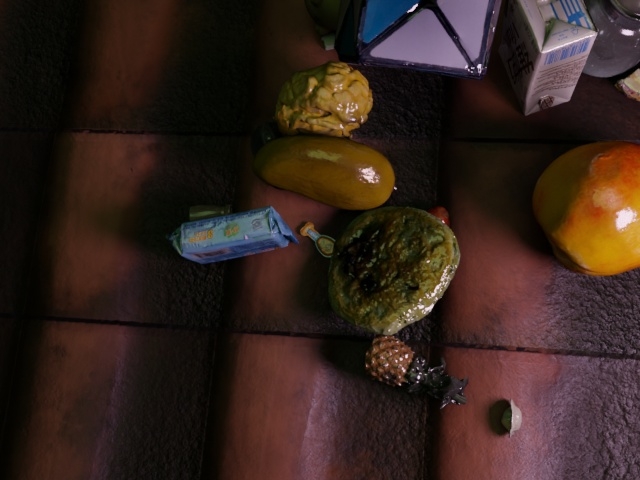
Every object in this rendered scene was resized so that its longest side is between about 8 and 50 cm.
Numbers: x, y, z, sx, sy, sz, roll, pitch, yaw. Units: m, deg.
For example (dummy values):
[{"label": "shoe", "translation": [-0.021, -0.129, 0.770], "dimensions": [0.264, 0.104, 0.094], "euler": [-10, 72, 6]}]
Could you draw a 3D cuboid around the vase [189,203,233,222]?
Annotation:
[{"label": "vase", "translation": [-0.268, -0.064, 1.821], "dimensions": [0.101, 0.053, 0.053], "euler": [-6, 75, 2]}]

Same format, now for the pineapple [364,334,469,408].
[{"label": "pineapple", "translation": [0.213, 0.293, 1.626], "dimensions": [0.237, 0.111, 0.119], "euler": [22, 54, 12]}]

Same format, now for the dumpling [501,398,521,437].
[{"label": "dumpling", "translation": [0.413, 0.384, 1.600], "dimensions": [0.043, 0.059, 0.077], "euler": [25, 77, 24]}]

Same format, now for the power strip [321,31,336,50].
[{"label": "power strip", "translation": [0.048, -0.518, 1.909], "dimensions": [0.090, 0.016, 0.040], "euler": [-13, 71, 6]}]

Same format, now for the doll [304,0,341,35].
[{"label": "doll", "translation": [0.066, -0.646, 1.856], "dimensions": [0.162, 0.177, 0.260], "euler": [37, 76, 16]}]

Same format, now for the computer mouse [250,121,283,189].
[{"label": "computer mouse", "translation": [-0.109, -0.210, 1.830], "dimensions": [0.106, 0.062, 0.192], "euler": [-23, 75, 4]}]

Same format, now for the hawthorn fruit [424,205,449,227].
[{"label": "hawthorn fruit", "translation": [0.265, -0.045, 1.728], "dimensions": [0.077, 0.077, 0.077], "euler": [-2, 75, 8]}]

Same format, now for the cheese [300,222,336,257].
[{"label": "cheese", "translation": [0.000, 0.000, 1.783], "dimensions": [0.111, 0.017, 0.047], "euler": [40, 82, 16]}]

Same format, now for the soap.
[{"label": "soap", "translation": [-0.208, -0.008, 1.744], "dimensions": [0.294, 0.156, 0.077], "euler": [-12, 76, 5]}]

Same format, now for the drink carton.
[{"label": "drink carton", "translation": [0.495, -0.444, 1.663], "dimensions": [0.132, 0.324, 0.194], "euler": [-17, 73, 4]}]

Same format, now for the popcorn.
[{"label": "popcorn", "translation": [0.009, -0.321, 1.761], "dimensions": [0.250, 0.250, 0.189], "euler": [-15, 99, 4]}]

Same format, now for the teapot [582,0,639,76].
[{"label": "teapot", "translation": [0.664, -0.556, 1.668], "dimensions": [0.224, 0.285, 0.305], "euler": [-20, 80, -10]}]

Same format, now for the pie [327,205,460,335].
[{"label": "pie", "translation": [0.147, 0.056, 1.676], "dimensions": [0.323, 0.070, 0.323], "euler": [-9, 66, 21]}]

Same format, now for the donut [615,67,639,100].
[{"label": "donut", "translation": [0.787, -0.378, 1.738], "dimensions": [0.166, 0.065, 0.108], "euler": [-38, 77, -2]}]

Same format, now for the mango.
[{"label": "mango", "translation": [0.014, -0.164, 1.712], "dimensions": [0.332, 0.195, 0.142], "euler": [14, 62, -9]}]

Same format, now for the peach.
[{"label": "peach", "translation": [0.614, -0.083, 1.582], "dimensions": [0.308, 0.289, 0.289], "euler": [-37, 73, 5]}]

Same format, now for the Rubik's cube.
[{"label": "Rubik's cube", "translation": [0.209, -0.526, 1.653], "dimensions": [0.307, 0.305, 0.310], "euler": [5, 107, -12]}]
